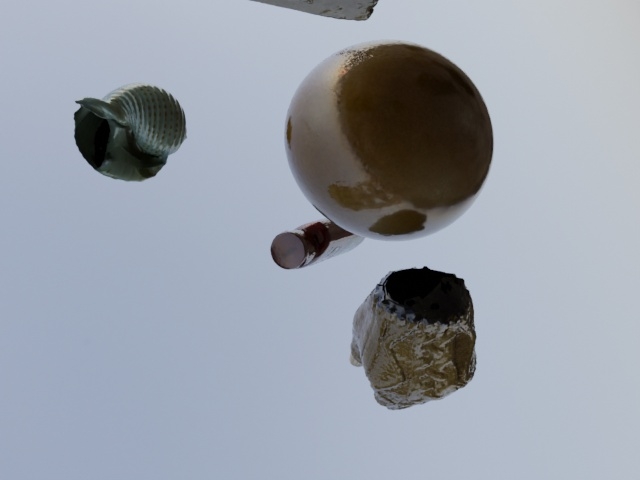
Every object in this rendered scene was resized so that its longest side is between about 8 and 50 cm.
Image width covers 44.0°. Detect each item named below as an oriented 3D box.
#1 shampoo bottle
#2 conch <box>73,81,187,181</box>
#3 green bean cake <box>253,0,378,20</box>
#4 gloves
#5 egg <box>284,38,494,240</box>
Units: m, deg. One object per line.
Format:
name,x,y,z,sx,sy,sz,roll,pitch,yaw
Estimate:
shampoo bottle,0.001,0.001,1.558,0.076,0.118,0.314,60,-158,5
conch,-0.339,-0.206,1.417,0.200,0.172,0.131,22,-158,-14
green bean cake,-0.021,-0.288,0.763,0.179,0.085,0.109,7,-108,-21
gloves,0.140,0.170,1.217,0.356,0.203,0.155,82,-165,-61
egg,0.098,-0.141,1.127,0.351,0.282,0.282,13,-119,-56
